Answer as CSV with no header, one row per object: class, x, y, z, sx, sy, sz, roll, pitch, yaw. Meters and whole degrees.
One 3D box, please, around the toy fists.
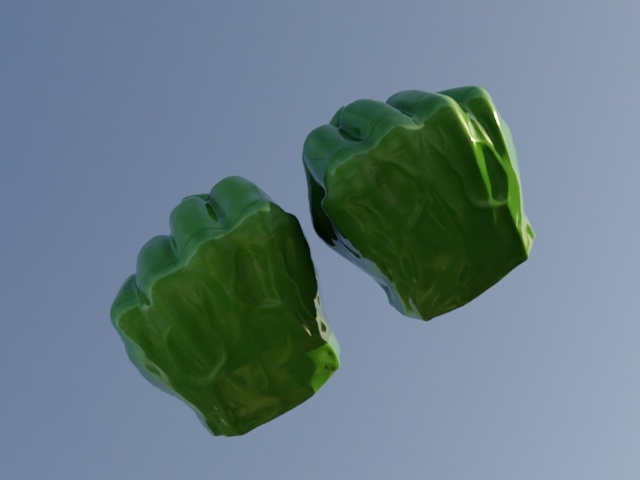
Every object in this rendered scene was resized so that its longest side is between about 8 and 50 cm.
toy fists,0.000,0.000,0.864,0.279,0.096,0.142,-30,-51,-4
